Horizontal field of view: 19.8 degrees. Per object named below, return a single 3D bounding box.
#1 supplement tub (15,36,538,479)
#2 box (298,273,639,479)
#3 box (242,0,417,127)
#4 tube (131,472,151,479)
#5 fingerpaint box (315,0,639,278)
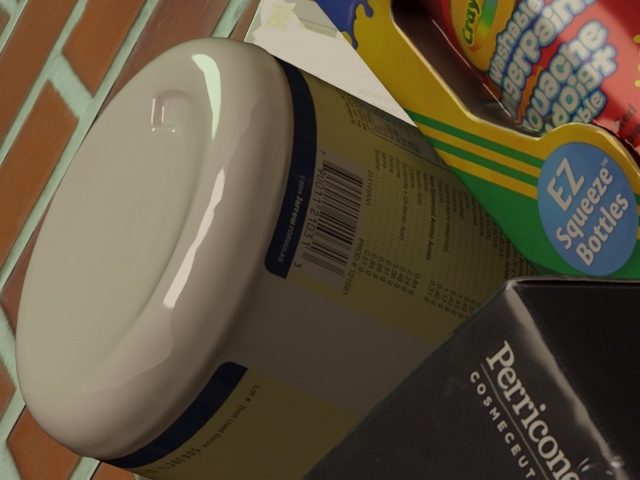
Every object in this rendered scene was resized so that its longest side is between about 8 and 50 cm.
[{"bbox_3d":[0.022,0.051,1.023,0.235,0.325,0.235,-40,36,39],"label":"supplement tub"},{"bbox_3d":[0.110,0.239,0.738,0.312,0.179,0.343,-47,60,30],"label":"box"},{"bbox_3d":[0.000,0.000,1.286,0.232,0.058,0.322,22,85,32],"label":"box"},{"bbox_3d":[-0.149,0.149,1.547,0.070,0.062,0.240,-22,19,-13],"label":"tube"},{"bbox_3d":[0.190,-0.206,0.838,0.371,0.163,0.444,54,136,26],"label":"fingerpaint box"}]
